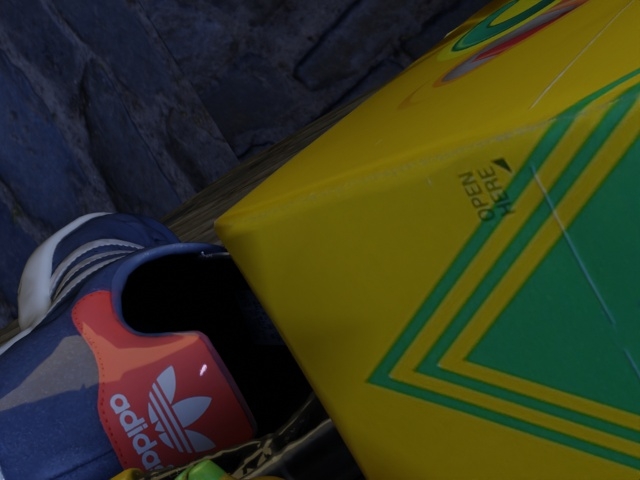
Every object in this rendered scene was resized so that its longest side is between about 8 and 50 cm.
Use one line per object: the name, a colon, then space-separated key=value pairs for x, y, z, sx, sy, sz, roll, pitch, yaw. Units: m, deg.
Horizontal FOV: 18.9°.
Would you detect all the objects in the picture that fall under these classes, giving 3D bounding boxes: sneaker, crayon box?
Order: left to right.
sneaker: x=-0.064 y=0.049 z=0.902 sx=0.148 sy=0.131 sz=0.350 roll=-26 pitch=13 yaw=10
crayon box: x=0.201 y=-0.082 z=0.452 sx=0.313 sy=0.106 sz=0.363 roll=-15 pitch=19 yaw=48

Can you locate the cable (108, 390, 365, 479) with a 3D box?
cable: x=-0.039 y=0.078 z=0.639 sx=0.287 sy=0.072 sz=0.139 roll=-37 pitch=5 yaw=9

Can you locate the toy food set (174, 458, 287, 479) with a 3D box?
toy food set: x=-0.027 y=0.100 z=0.469 sx=0.128 sy=0.071 sz=0.218 roll=-30 pitch=6 yaw=16
